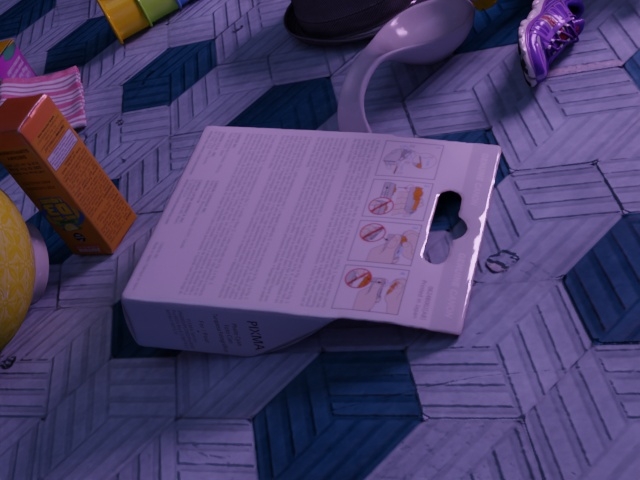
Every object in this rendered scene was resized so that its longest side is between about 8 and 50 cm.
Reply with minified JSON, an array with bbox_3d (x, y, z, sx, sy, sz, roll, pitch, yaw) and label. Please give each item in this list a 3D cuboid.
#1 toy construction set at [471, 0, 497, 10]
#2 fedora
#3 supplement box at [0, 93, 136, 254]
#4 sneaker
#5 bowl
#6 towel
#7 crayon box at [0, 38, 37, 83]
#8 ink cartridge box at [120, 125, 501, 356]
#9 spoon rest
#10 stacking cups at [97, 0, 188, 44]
[{"bbox_3d":[0.216,-0.395,1.435,0.309,0.237,0.257,6,63,46],"label":"toy construction set"},{"bbox_3d":[0.051,-0.412,1.631,0.275,0.124,0.243,-2,45,32],"label":"fedora"},{"bbox_3d":[-0.344,-0.083,1.418,0.078,0.233,0.080,-3,48,31],"label":"supplement box"},{"bbox_3d":[0.293,-0.260,1.342,0.071,0.068,0.170,2,46,28],"label":"sneaker"},{"bbox_3d":[-0.452,0.033,1.392,0.156,0.289,0.289,-4,13,-45],"label":"bowl"},{"bbox_3d":[-0.476,-0.236,1.818,0.144,0.029,0.197,-11,36,-9],"label":"towel"},{"bbox_3d":[-0.720,-0.192,1.905,0.313,0.106,0.363,-10,41,25],"label":"crayon box"},{"bbox_3d":[0.000,0.000,1.247,0.385,0.091,0.308,5,46,15],"label":"ink cartridge box"},{"bbox_3d":[0.109,-0.248,1.434,0.137,0.084,0.276,10,52,41],"label":"spoon rest"},{"bbox_3d":[-0.246,-0.468,1.944,0.316,0.096,0.096,-28,36,-6],"label":"stacking cups"}]
